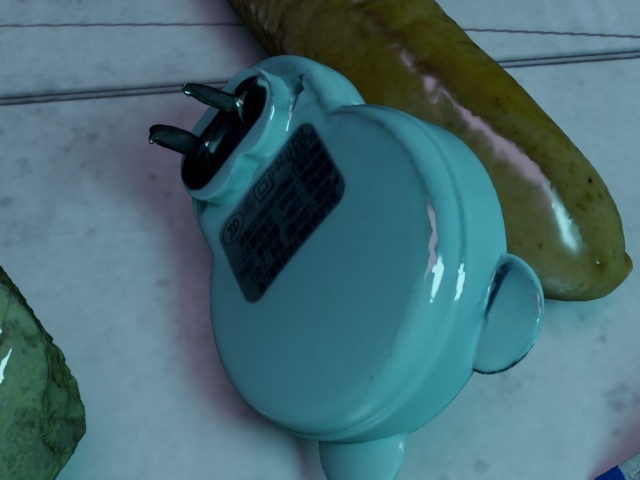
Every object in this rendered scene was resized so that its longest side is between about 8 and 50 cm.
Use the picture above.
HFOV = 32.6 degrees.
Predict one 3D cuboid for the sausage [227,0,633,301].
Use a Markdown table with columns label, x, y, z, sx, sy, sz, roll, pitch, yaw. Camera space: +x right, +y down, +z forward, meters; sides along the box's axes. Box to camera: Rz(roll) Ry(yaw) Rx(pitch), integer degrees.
| label | x | y | z | sx | sy | sz | roll | pitch | yaw |
| --- | --- | --- | --- | --- | --- | --- | --- | --- | --- |
| sausage | 0.040 | -0.142 | 0.820 | 0.136 | 0.123 | 0.501 | -12 | 55 | -40 |

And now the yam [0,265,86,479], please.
| label | x | y | z | sx | sy | sz | roll | pitch | yaw |
| --- | --- | --- | --- | --- | --- | --- | --- | --- | --- |
| yam | -0.267 | 0.138 | 0.604 | 0.195 | 0.195 | 0.300 | 25 | 62 | 14 |

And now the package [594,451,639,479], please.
| label | x | y | z | sx | sy | sz | roll | pitch | yaw |
| --- | --- | --- | --- | --- | --- | --- | --- | --- | --- |
| package | 0.257 | 0.173 | 0.619 | 0.027 | 0.173 | 0.171 | 12 | 45 | -48 |

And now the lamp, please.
| label | x | y | z | sx | sy | sz | roll | pitch | yaw |
| --- | --- | --- | --- | --- | --- | --- | --- | --- | --- |
| lamp | 0.008 | 0.002 | 0.693 | 0.209 | 0.147 | 0.284 | -48 | 68 | 22 |
